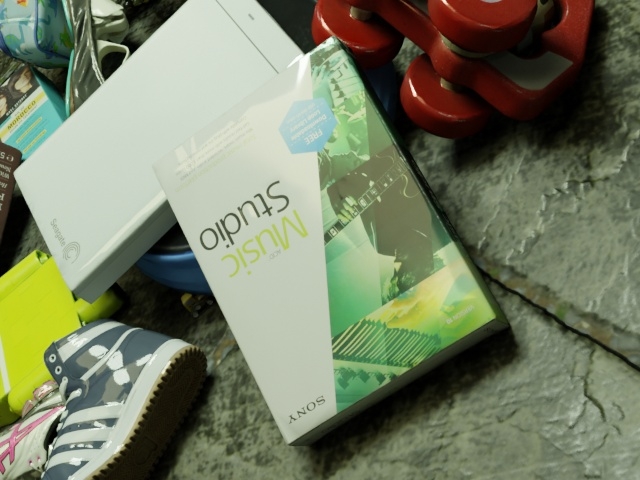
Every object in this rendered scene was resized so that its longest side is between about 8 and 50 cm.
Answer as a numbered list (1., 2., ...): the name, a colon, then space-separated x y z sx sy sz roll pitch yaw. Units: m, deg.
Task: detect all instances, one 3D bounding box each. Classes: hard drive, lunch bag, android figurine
1. hard drive: -0.181 -0.126 1.260 0.353 0.047 0.233 -44 48 7
2. lunch bag: -0.428 -0.378 1.736 0.090 0.176 0.219 -2 89 18
3. android figurine: -0.364 0.119 1.406 0.273 0.056 0.248 -38 40 8

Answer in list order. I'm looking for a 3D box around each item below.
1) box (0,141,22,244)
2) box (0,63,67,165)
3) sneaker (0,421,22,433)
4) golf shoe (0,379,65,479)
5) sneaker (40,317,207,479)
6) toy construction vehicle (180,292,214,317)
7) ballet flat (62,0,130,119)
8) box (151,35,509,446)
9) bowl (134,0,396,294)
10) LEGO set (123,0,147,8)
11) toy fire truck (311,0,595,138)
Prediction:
1. box: -0.544 -0.047 1.567 0.167 0.168 0.203 -12 64 47
2. box: -0.432 -0.177 1.704 0.100 0.060 0.244 -44 40 3
3. sneaker: -0.384 0.260 1.319 0.119 0.047 0.057 -54 29 -10
4. golf shoe: -0.329 0.243 1.261 0.186 0.067 0.086 -52 42 -7
5. sneaker: -0.253 0.207 1.176 0.153 0.099 0.282 21 65 30
6. toy construction vehicle: -0.128 0.027 1.287 0.098 0.035 0.086 -39 40 9
7. ballet flat: -0.329 -0.289 1.655 0.096 0.095 0.281 -8 71 -2
8. box: 0.000 0.000 1.069 0.232 0.058 0.322 -34 72 15
9. bowl: -0.100 -0.129 1.288 0.391 0.077 0.391 -18 56 28
10. LEGO set: -0.232 -0.517 1.691 0.255 0.192 0.332 -14 88 59
11. toy fire truck: 0.149 -0.264 1.143 0.302 0.169 0.254 40 60 17
